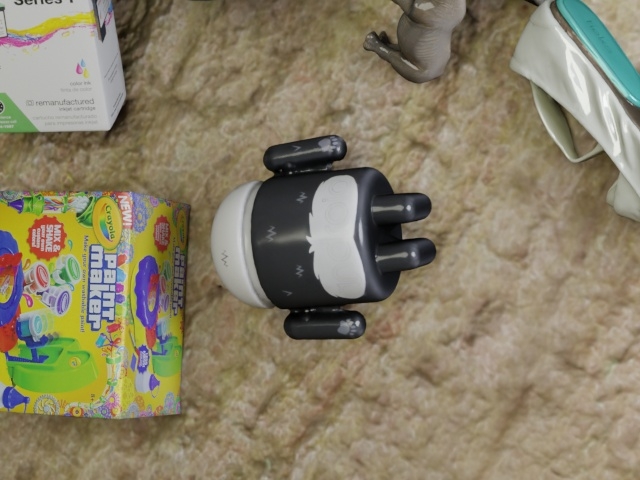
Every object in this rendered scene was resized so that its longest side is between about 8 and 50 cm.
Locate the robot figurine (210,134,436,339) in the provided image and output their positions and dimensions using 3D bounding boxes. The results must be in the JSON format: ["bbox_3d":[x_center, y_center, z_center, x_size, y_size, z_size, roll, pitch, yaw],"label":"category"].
[{"bbox_3d":[0.001,-0.002,1.729,0.278,0.173,0.209,-6,53,21],"label":"robot figurine"}]

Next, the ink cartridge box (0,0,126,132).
[{"bbox_3d":[-0.385,-0.291,1.836,0.201,0.117,0.278,-1,122,6],"label":"ink cartridge box"}]

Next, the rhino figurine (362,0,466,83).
[{"bbox_3d":[0.127,-0.289,1.693,0.106,0.243,0.073,32,54,13],"label":"rhino figurine"}]

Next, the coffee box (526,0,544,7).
[{"bbox_3d":[0.257,-0.461,1.694,0.168,0.119,0.297,29,96,21],"label":"coffee box"}]

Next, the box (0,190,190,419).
[{"bbox_3d":[-0.340,0.085,1.849,0.279,0.177,0.290,0,85,20],"label":"box"}]

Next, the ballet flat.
[{"bbox_3d":[0.363,-0.113,1.632,0.139,0.139,0.400,-40,69,14],"label":"ballet flat"}]
